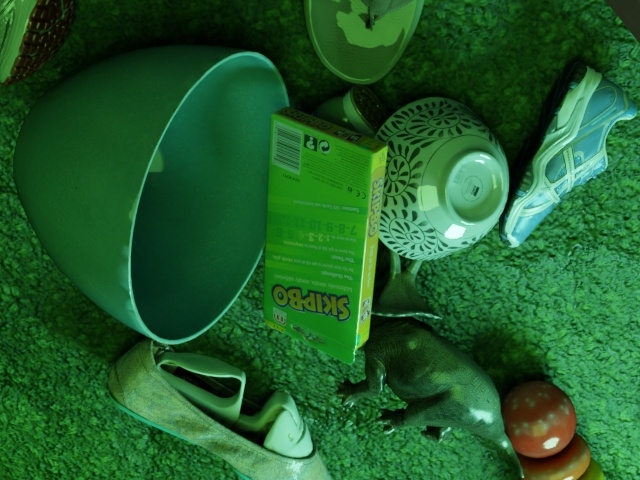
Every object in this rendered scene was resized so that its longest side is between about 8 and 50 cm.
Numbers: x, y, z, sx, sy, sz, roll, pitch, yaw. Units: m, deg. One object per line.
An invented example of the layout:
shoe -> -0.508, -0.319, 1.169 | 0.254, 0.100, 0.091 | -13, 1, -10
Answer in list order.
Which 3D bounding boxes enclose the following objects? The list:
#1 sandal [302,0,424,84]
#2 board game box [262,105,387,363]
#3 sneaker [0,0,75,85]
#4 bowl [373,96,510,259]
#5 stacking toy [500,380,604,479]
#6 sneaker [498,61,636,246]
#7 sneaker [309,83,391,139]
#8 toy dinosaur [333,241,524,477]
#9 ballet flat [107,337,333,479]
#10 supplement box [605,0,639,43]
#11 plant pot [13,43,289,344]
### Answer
sandal -> 0.063, -0.285, 1.142 | 0.120, 0.086, 0.302 | 18, 119, -7
board game box -> 0.000, 0.000, 1.252 | 0.124, 0.039, 0.259 | 24, 125, 28
sneaker -> -0.293, -0.258, 1.192 | 0.093, 0.088, 0.225 | 25, 120, 13
bowl -> 0.134, -0.058, 1.223 | 0.170, 0.080, 0.170 | -5, 101, -29
stacking toy -> 0.300, 0.309, 1.453 | 0.141, 0.141, 0.330 | -17, 111, 13
sneaker -> 0.248, -0.075, 1.254 | 0.081, 0.080, 0.211 | 22, 119, -7
sneaker -> 0.055, -0.076, 1.282 | 0.086, 0.064, 0.192 | -21, 122, 31
toy dinosaur -> 0.120, 0.155, 1.333 | 0.313, 0.121, 0.160 | 53, 143, 1
ballet flat -> -0.095, 0.209, 1.426 | 0.316, 0.107, 0.106 | 29, 110, -14
supplement box -> 0.324, -0.296, 1.096 | 0.191, 0.129, 0.194 | -37, 111, 21
plant pot -> -0.183, -0.067, 1.196 | 0.195, 0.290, 0.290 | 19, 122, 21
